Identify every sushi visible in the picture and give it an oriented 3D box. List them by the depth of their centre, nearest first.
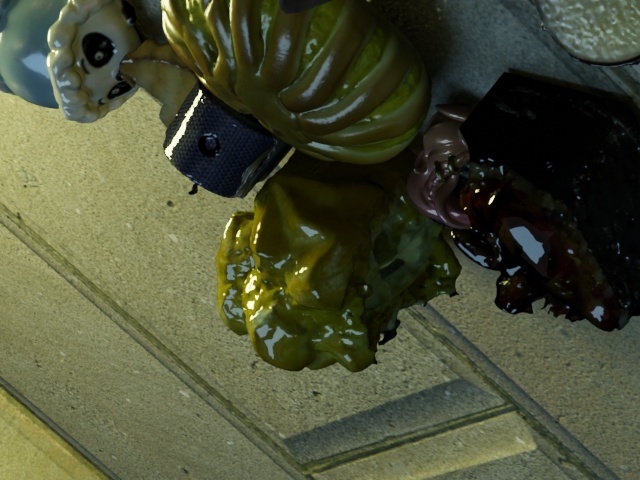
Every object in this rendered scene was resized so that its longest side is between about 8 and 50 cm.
[{"bbox_3d":[0.262,-0.017,2.013,0.215,0.212,0.227,17,145,32],"label":"sushi"}]

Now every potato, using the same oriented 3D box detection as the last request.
[{"bbox_3d":[0.286,-0.265,1.693,0.182,0.117,0.202,1,104,18],"label":"potato"}]

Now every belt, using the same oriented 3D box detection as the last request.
[{"bbox_3d":[-0.111,-0.120,2.236,0.139,0.126,0.230,34,-165,0],"label":"belt"}]

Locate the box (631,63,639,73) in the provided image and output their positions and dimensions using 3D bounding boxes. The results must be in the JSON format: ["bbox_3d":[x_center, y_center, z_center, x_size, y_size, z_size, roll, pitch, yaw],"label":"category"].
[{"bbox_3d":[0.412,-0.193,1.744,0.175,0.062,0.260,41,152,-9],"label":"box"}]

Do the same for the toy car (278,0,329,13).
[{"bbox_3d":[0.021,-0.394,1.605,0.226,0.242,0.336,42,131,19],"label":"toy car"}]

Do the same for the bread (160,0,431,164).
[{"bbox_3d":[-0.035,-0.205,2.053,0.333,0.160,0.333,32,170,7],"label":"bread"}]

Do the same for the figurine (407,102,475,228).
[{"bbox_3d":[0.150,-0.084,2.142,0.114,0.126,0.157,-20,134,6],"label":"figurine"}]

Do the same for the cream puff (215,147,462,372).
[{"bbox_3d":[-0.001,-0.003,2.261,0.274,0.323,0.270,-4,112,36],"label":"cream puff"}]

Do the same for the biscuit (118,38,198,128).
[{"bbox_3d":[-0.166,-0.193,2.364,0.118,0.061,0.183,-6,140,26],"label":"biscuit"}]

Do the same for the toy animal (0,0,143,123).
[{"bbox_3d":[-0.329,-0.243,2.382,0.204,0.156,0.208,25,154,26],"label":"toy animal"}]
